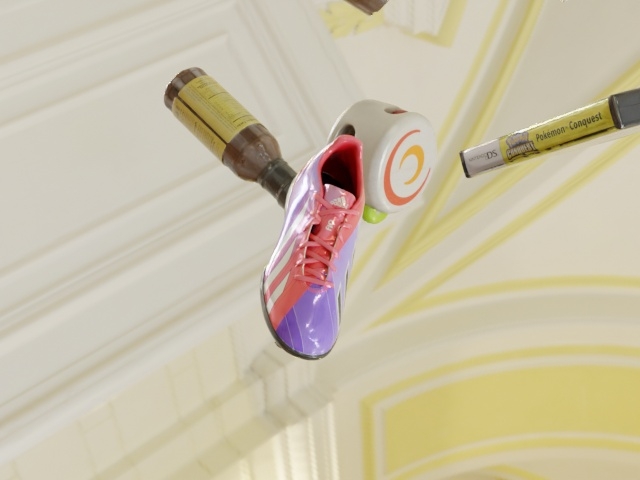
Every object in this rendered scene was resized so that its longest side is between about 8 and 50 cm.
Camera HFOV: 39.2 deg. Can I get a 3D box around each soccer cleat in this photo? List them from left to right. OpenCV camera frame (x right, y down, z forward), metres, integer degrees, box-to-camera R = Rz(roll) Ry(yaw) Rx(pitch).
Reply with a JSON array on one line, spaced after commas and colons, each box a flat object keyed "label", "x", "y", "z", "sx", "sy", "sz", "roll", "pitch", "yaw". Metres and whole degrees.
[{"label": "soccer cleat", "x": 0.000, "y": 0.000, "z": 1.122, "sx": 0.109, "sy": 0.318, "sz": 0.116, "roll": 21, "pitch": -43, "yaw": -13}]

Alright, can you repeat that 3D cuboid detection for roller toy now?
[{"label": "roller toy", "x": 0.107, "y": -0.158, "z": 1.645, "sx": 0.146, "sy": 0.209, "sz": 0.191, "roll": 25, "pitch": -30, "yaw": 36}]

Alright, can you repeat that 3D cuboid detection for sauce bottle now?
[{"label": "sauce bottle", "x": -0.155, "y": -0.188, "z": 1.707, "sx": 0.344, "sy": 0.111, "sz": 0.111, "roll": 46, "pitch": -33, "yaw": 19}]

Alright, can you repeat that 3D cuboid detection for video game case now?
[{"label": "video game case", "x": 0.325, "y": -0.131, "z": 0.948, "sx": 0.248, "sy": 0.275, "sz": 0.035, "roll": -16, "pitch": -91, "yaw": 65}]

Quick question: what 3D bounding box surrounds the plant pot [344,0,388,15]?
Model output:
[{"label": "plant pot", "x": 0.074, "y": -0.569, "z": 1.878, "sx": 0.165, "sy": 0.167, "sz": 0.167, "roll": 30, "pitch": -23, "yaw": -21}]
